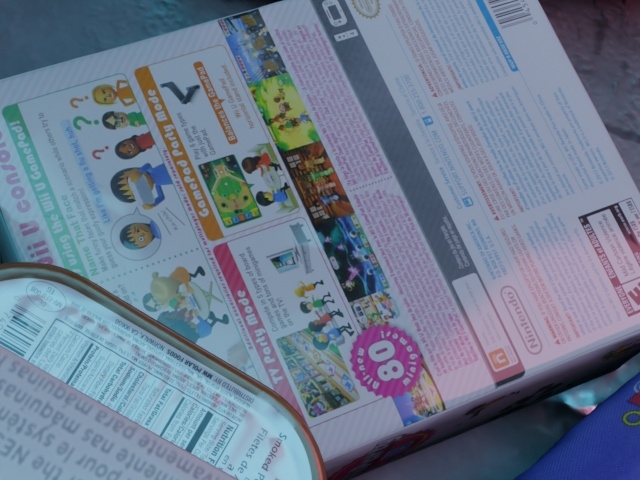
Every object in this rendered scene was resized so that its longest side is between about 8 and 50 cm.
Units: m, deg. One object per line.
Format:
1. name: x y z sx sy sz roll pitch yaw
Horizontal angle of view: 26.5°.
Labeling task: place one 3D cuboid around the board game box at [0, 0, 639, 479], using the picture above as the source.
1. board game box: 0.000 0.000 0.678 0.303 0.097 0.224 -18 74 -21

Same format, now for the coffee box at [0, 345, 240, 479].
1. coffee box: -0.096 0.269 0.384 0.338 0.338 0.334 29 60 3

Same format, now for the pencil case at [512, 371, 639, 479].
1. pencil case: 0.172 0.124 0.649 0.306 0.133 0.119 -33 51 -27

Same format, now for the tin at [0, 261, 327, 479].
1. tin: -0.085 0.083 0.552 0.189 0.040 0.106 30 69 0
